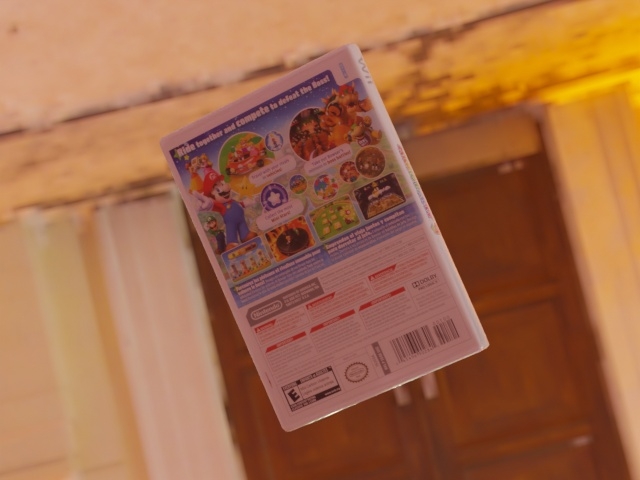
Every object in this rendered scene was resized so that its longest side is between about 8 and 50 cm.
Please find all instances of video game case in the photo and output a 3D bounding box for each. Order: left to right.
[{"bbox_3d":[0.000,0.000,0.691,0.087,0.122,0.011,-25,177,23],"label":"video game case"}]
